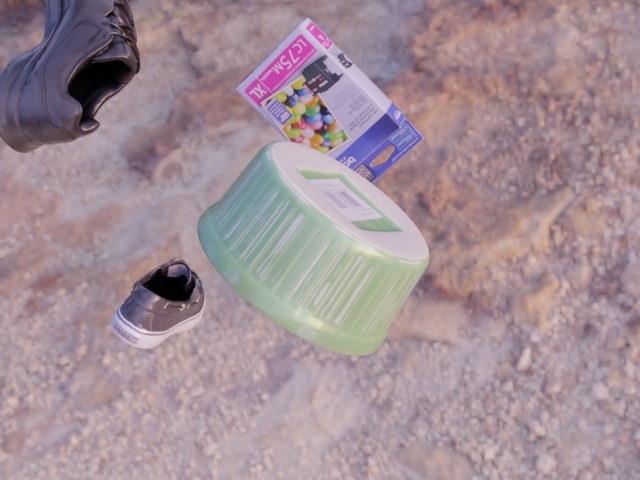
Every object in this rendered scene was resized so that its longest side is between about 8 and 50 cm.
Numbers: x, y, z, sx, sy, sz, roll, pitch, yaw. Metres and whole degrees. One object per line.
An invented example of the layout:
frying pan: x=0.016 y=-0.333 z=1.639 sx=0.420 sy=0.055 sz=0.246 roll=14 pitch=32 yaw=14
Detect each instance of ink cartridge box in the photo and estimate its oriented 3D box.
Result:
ink cartridge box: x=0.018 y=-0.234 z=2.177 sx=0.186 sy=0.311 sz=0.065 roll=-41 pitch=12 yaw=29

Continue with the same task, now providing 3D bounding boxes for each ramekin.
ramekin: x=0.000 y=0.000 z=1.597 sx=0.148 sy=0.303 sz=0.303 roll=-54 pitch=36 yaw=19

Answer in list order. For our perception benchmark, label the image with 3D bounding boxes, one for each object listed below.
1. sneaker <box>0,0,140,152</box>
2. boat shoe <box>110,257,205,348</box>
sneaker: x=-0.238 y=-0.217 z=1.262 sx=0.130 sy=0.109 sz=0.286 roll=3 pitch=66 yaw=32
boat shoe: x=-0.177 y=0.058 z=1.386 sx=0.080 sy=0.076 sz=0.228 roll=33 pitch=15 yaw=7
